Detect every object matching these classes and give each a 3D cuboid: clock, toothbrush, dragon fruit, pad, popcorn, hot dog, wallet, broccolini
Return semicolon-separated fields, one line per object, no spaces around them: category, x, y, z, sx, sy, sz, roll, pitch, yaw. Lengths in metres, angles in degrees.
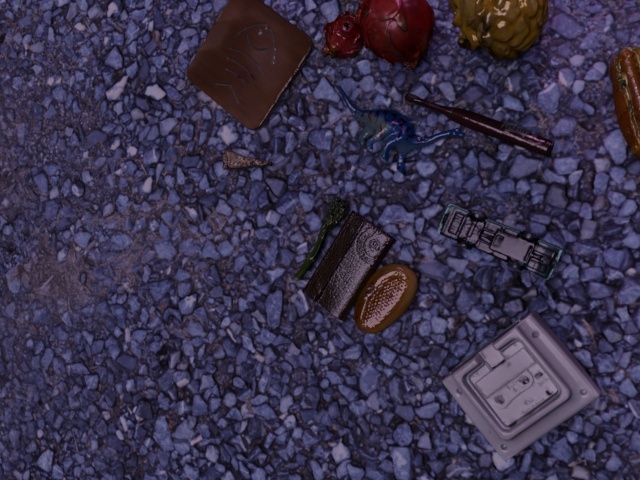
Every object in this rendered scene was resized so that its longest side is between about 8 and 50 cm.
clock;0.427;0.317;1.623;0.262;0.116;0.231;-41;75;19
toothbrush;0.352;-0.268;1.699;0.364;0.041;0.040;25;99;21
dragon fruit;0.055;-0.500;1.815;0.126;0.068;0.112;3;90;22
dragon fruit;0.173;-0.496;1.713;0.209;0.172;0.172;46;106;7
pad;-0.189;-0.470;1.946;0.286;0.018;0.284;40;105;18
popcorn;0.375;-0.495;1.600;0.190;0.250;0.250;-17;83;5
hot dog;0.670;-0.273;1.548;0.115;0.072;0.268;-22;81;30
wallet;0.065;0.062;1.822;0.133;0.039;0.243;37;103;18
broccolini;0.000;0.000;1.853;0.239;0.051;0.054;-61;26;17

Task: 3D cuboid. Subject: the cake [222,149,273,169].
cake;-0.190;-0.195;1.927;0.140;0.051;0.055;16;95;25

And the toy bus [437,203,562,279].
toy bus;0.393;0.002;1.643;0.262;0.109;0.091;26;98;20

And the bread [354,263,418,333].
bread;0.153;0.135;1.765;0.114;0.077;0.189;36;103;-1

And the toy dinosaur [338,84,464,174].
toy dinosaur;0.160;-0.248;1.766;0.329;0.076;0.144;24;92;19
